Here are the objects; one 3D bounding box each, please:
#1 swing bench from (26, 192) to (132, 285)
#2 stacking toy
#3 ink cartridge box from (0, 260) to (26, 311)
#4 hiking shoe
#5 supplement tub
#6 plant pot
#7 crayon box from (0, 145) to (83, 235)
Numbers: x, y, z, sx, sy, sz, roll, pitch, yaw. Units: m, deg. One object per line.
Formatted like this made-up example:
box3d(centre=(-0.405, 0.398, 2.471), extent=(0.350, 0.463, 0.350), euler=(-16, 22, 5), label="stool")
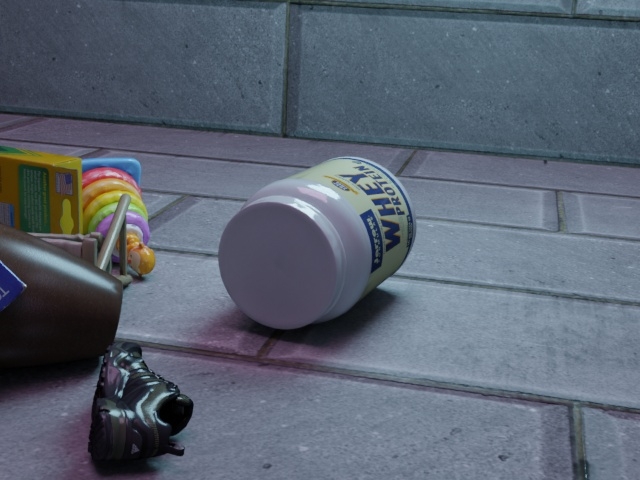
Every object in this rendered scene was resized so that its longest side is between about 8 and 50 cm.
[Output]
box3d(centre=(-0.450, 0.031, 1.451), extent=(0.253, 0.165, 0.254), euler=(4, 19, 1), label="swing bench")
box3d(centre=(-0.377, -0.020, 1.711), extent=(0.166, 0.175, 0.302), euler=(-7, 33, -29), label="stacking toy")
box3d(centre=(-0.546, 0.028, 1.010), extent=(0.324, 0.330, 0.071), euler=(-50, 10, -37), label="ink cartridge box")
box3d(centre=(-0.212, 0.196, 1.094), extent=(0.114, 0.086, 0.227), euler=(13, 19, -14), label="hiking shoe")
box3d(centre=(0.000, 0.000, 1.494), extent=(0.236, 0.235, 0.325), euler=(10, 18, 22), label="supplement tub")
box3d(centre=(-0.394, 0.084, 1.246), extent=(0.231, 0.215, 0.215), euler=(12, 12, -21), label="plant pot")
box3d(centre=(-0.543, -0.060, 1.667), extent=(0.323, 0.203, 0.083), euler=(10, 18, 23), label="crayon box")
